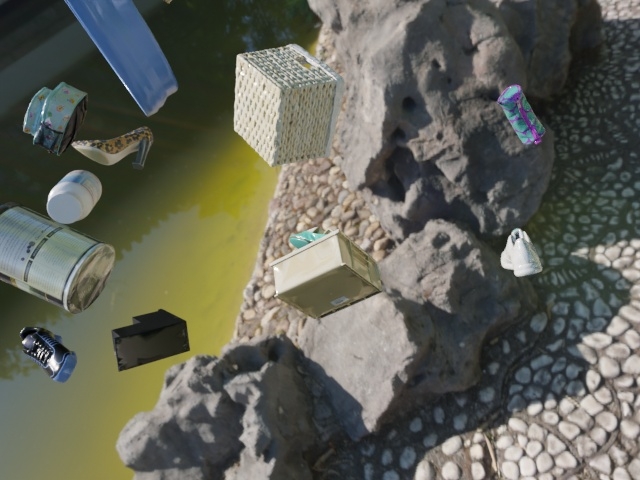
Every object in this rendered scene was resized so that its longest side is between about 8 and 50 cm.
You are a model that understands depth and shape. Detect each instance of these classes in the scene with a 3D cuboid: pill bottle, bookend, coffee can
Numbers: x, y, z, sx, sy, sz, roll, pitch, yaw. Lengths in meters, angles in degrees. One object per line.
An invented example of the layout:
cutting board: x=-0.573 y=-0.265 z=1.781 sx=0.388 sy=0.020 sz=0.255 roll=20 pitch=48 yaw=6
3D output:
pill bottle: x=-0.533 y=-0.093 z=1.125 sx=0.087 sy=0.087 sz=0.160 roll=-27 pitch=24 yaw=1
bookend: x=-0.399 y=0.217 z=1.166 sx=0.157 sy=0.072 sz=0.156 roll=-11 pitch=11 yaw=-36
coffee can: x=-0.718 y=0.045 z=1.363 sx=0.276 sy=0.201 sz=0.201 roll=24 pitch=59 yaw=3

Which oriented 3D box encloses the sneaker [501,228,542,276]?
sneaker: x=0.448 y=0.018 z=1.171 sx=0.080 sy=0.094 sz=0.212 roll=-16 pitch=1 yaw=10

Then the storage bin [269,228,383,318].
storage bin: x=0.026 y=0.121 z=1.647 sx=0.262 sy=0.260 sz=0.123 roll=-27 pitch=52 yaw=23

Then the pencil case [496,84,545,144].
pencil case: x=0.509 y=-0.315 z=1.317 sx=0.065 sy=0.151 sz=0.070 roll=-37 pitch=28 yaw=14

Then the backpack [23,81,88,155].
backpack: x=-0.780 y=-0.376 z=1.548 sx=0.188 sy=0.144 sz=0.165 roll=-44 pitch=24 yaw=29

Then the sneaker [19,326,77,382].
sneaker: x=-0.669 y=0.274 z=1.264 sx=0.232 sy=0.090 sz=0.081 roll=15 pitch=74 yaw=49

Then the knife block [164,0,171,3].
knife block: x=-0.527 y=-0.859 z=1.597 sx=0.242 sy=0.088 sz=0.275 roll=37 pitch=83 yaw=8

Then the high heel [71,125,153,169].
high heel: x=-0.766 y=-0.373 z=1.938 sx=0.262 sy=0.093 sz=0.186 roll=13 pitch=60 yaw=-13

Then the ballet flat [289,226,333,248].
ballet flat: x=0.000 y=0.000 z=1.718 sx=0.247 sy=0.083 sz=0.087 roll=13 pitch=61 yaw=48

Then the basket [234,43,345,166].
basket: x=-0.126 y=-0.494 z=1.895 sx=0.267 sy=0.331 sz=0.328 roll=-19 pitch=50 yaw=-32

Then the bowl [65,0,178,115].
bowl: x=-0.361 y=-0.385 z=0.820 sx=0.077 sy=0.391 sz=0.391 roll=-36 pitch=45 yaw=-8
